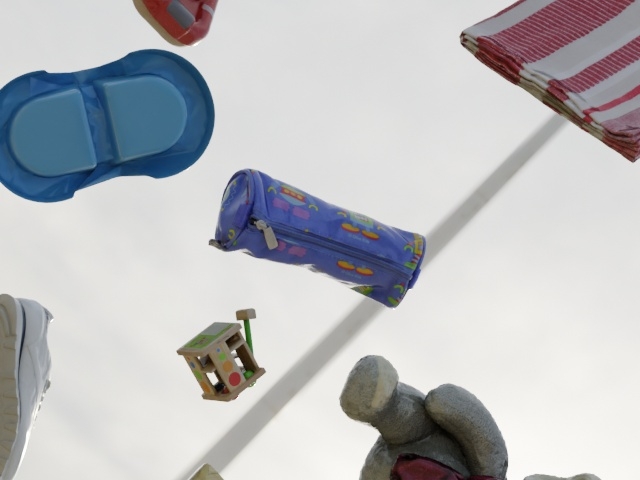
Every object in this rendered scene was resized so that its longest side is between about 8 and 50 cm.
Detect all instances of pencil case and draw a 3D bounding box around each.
[{"bbox_3d":[0.000,0.000,2.054,0.306,0.119,0.133,20,10,-19],"label":"pencil case"}]

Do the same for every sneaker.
[{"bbox_3d":[-0.354,0.182,1.699,0.090,0.235,0.095,2,-12,26],"label":"sneaker"}]

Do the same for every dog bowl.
[{"bbox_3d":[-0.287,-0.148,1.875,0.074,0.297,0.166,-165,-118,-70],"label":"dog bowl"}]

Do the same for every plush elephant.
[{"bbox_3d":[0.157,0.312,1.594,0.255,0.272,0.330,32,8,41],"label":"plush elephant"}]

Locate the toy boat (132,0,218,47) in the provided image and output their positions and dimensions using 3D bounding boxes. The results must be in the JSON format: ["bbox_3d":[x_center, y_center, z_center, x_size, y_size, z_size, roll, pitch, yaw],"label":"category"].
[{"bbox_3d":[-0.194,-0.426,2.321,0.151,0.231,0.151,-22,-51,33],"label":"toy boat"}]

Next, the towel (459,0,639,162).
[{"bbox_3d":[0.369,-0.241,1.894,0.329,0.237,0.037,40,-30,37],"label":"towel"}]

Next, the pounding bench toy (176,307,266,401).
[{"bbox_3d":[-0.084,0.113,1.436,0.052,0.083,0.065,-4,-61,56],"label":"pounding bench toy"}]

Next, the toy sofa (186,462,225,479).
[{"bbox_3d":[-0.201,0.392,1.458,0.150,0.177,0.362,48,-54,0],"label":"toy sofa"}]
